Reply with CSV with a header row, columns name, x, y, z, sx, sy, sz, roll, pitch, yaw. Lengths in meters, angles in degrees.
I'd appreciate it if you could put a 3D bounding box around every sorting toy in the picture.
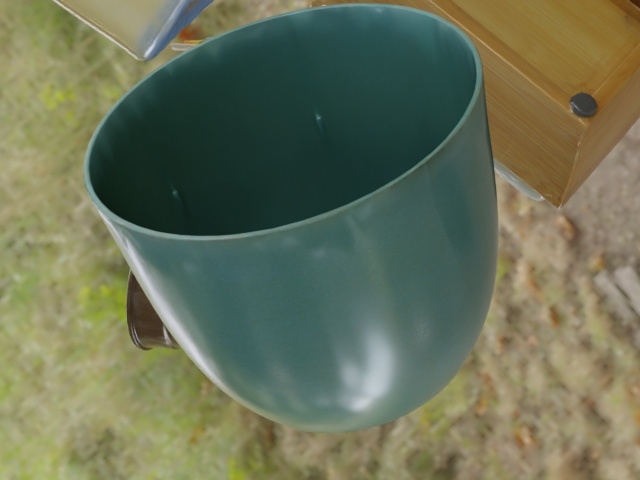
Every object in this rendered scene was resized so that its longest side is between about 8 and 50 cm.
name,x,y,z,sx,sy,sz,roll,pitch,yaw
sorting toy,-0.077,-0.164,1.312,0.083,0.062,0.012,10,104,46

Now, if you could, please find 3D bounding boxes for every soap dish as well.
name,x,y,z,sx,sy,sz,roll,pitch,yaw
soap dish,0.172,-0.198,1.426,0.291,0.229,0.118,40,145,8

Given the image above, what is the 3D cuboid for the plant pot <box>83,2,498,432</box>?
name,x,y,z,sx,sy,sz,roll,pitch,yaw
plant pot,0.000,0.000,1.166,0.293,0.293,0.235,32,148,48

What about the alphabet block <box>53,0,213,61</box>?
name,x,y,z,sx,sy,sz,roll,pitch,yaw
alphabet block,-0.099,-0.234,0.775,0.197,0.192,0.193,35,-160,-5

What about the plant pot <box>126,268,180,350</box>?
name,x,y,z,sx,sy,sz,roll,pitch,yaw
plant pot,-0.114,0.059,1.790,0.165,0.167,0.167,10,152,15
